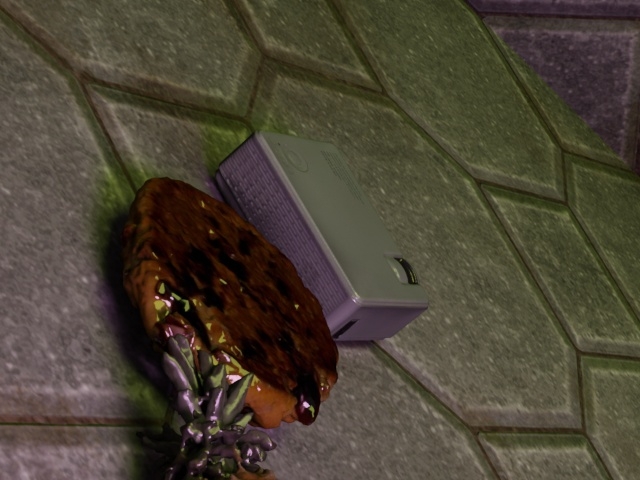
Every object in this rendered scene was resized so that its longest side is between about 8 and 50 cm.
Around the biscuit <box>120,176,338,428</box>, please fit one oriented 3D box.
[{"bbox_3d":[-0.102,0.073,1.884,0.289,0.081,0.334,41,22,-19],"label":"biscuit"}]

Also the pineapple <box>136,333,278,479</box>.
[{"bbox_3d":[-0.090,0.233,1.607,0.169,0.169,0.340,26,28,-43],"label":"pineapple"}]

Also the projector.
[{"bbox_3d":[0.000,0.000,2.141,0.192,0.099,0.257,3,51,-58],"label":"projector"}]
